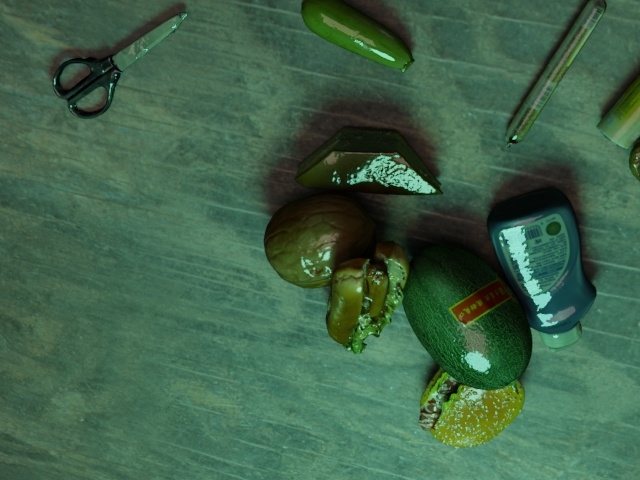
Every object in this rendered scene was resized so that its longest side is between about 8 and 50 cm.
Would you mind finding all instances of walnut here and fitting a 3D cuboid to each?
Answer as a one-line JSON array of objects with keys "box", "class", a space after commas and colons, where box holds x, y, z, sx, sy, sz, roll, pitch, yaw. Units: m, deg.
[{"box": [0.000, 0.000, 1.211, 0.207, 0.167, 0.168, -15, 111, 22], "class": "walnut"}]

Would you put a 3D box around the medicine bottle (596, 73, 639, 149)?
[{"box": [0.511, -0.240, 1.039, 0.073, 0.074, 0.218, 32, 119, -4], "class": "medicine bottle"}]

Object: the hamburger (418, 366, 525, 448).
[{"box": [0.283, 0.306, 1.318, 0.172, 0.116, 0.210, 28, 118, -5], "class": "hamburger"}]

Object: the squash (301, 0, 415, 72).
[{"box": [0.058, -0.326, 1.099, 0.201, 0.066, 0.066, 29, 117, -6], "class": "squash"}]

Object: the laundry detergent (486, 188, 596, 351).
[{"box": [0.391, 0.062, 1.199, 0.143, 0.094, 0.290, -19, 113, 12], "class": "laundry detergent"}]

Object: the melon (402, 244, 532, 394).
[{"box": [0.254, 0.138, 1.191, 0.182, 0.182, 0.288, -38, 80, 25], "class": "melon"}]

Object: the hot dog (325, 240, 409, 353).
[{"box": [0.079, 0.112, 1.197, 0.100, 0.135, 0.337, 54, 161, 19], "class": "hot dog"}]

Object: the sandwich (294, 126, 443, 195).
[{"box": [0.079, -0.130, 1.170, 0.257, 0.094, 0.096, 4, 120, 9], "class": "sandwich"}]

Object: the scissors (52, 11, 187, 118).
[{"box": [-0.345, -0.317, 1.214, 0.299, 0.022, 0.109, -28, 110, 21], "class": "scissors"}]

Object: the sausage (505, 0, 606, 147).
[{"box": [0.362, -0.259, 1.081, 0.032, 0.033, 0.269, 27, 118, -1], "class": "sausage"}]

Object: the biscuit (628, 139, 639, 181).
[{"box": [0.650, -0.110, 1.081, 0.301, 0.049, 0.197, -16, 115, 19], "class": "biscuit"}]
